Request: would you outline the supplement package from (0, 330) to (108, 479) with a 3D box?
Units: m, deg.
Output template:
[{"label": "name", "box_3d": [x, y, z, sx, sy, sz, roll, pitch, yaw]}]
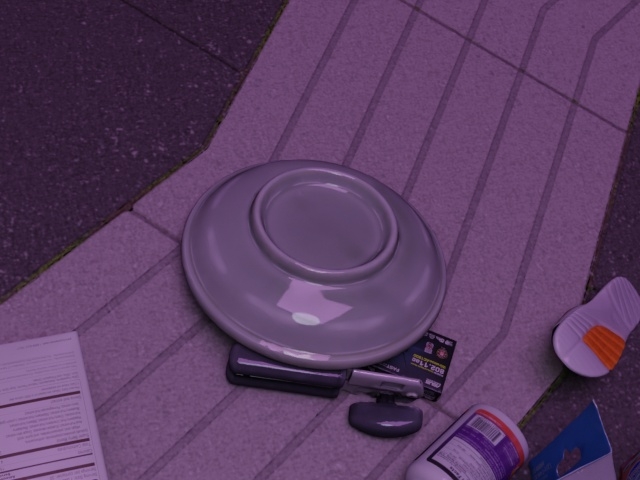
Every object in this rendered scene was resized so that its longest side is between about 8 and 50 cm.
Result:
[{"label": "supplement package", "box_3d": [-0.354, 0.289, 1.289, 0.175, 0.177, 0.293, -9, 63, -18]}]

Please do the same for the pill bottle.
[{"label": "pill bottle", "box_3d": [0.184, 0.319, 1.434, 0.193, 0.108, 0.108, -37, 74, -28]}]

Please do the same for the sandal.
[{"label": "sandal", "box_3d": [0.416, 0.142, 1.620, 0.265, 0.076, 0.102, -29, 84, -48]}]

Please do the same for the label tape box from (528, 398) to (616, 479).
[{"label": "label tape box", "box_3d": [0.285, 0.404, 1.323, 0.115, 0.249, 0.347, 2, 60, -12]}]

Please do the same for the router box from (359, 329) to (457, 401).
[{"label": "router box", "box_3d": [0.129, 0.170, 1.551, 0.122, 0.038, 0.092, 21, 58, 0]}]

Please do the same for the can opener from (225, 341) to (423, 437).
[{"label": "can opener", "box_3d": [0.008, 0.211, 1.478, 0.283, 0.076, 0.095, 9, 58, -6]}]

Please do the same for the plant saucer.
[{"label": "plant saucer", "box_3d": [0.000, 0.000, 1.544, 0.401, 0.100, 0.400, 7, 48, -8]}]

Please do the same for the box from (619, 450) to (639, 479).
[{"label": "box", "box_3d": [0.577, 0.390, 1.456, 0.300, 0.154, 0.142, 17, 58, -1]}]
